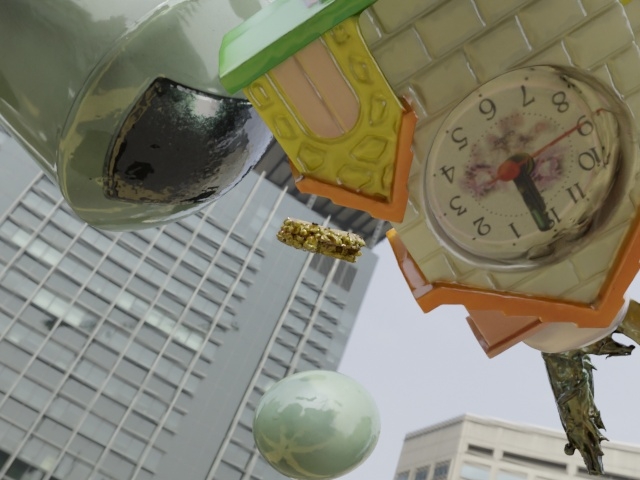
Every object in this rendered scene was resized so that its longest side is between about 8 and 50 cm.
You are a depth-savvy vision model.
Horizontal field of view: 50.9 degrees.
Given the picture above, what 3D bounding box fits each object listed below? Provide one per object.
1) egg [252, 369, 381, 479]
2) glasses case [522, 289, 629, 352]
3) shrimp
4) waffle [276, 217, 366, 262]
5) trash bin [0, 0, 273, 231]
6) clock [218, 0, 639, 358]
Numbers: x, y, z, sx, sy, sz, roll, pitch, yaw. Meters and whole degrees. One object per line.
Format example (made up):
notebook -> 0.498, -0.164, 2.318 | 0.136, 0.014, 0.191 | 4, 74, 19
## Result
egg -> -0.003, 0.345, 1.261 | 0.203, 0.203, 0.282 | -11, -18, 38
glasses case -> 0.197, -0.035, 0.667 | 0.113, 0.297, 0.075 | -30, -22, 26
shrimp -> 0.300, 0.146, 0.702 | 0.150, 0.051, 0.217 | -6, -85, 51
waffle -> 0.000, 0.000, 1.503 | 0.193, 0.070, 0.197 | 15, 0, -11
trash bin -> -0.238, -0.212, 0.707 | 0.432, 0.280, 0.280 | 41, -33, 18
clock -> 0.107, -0.060, 0.377 | 0.219, 0.106, 0.255 | -32, -64, 10
